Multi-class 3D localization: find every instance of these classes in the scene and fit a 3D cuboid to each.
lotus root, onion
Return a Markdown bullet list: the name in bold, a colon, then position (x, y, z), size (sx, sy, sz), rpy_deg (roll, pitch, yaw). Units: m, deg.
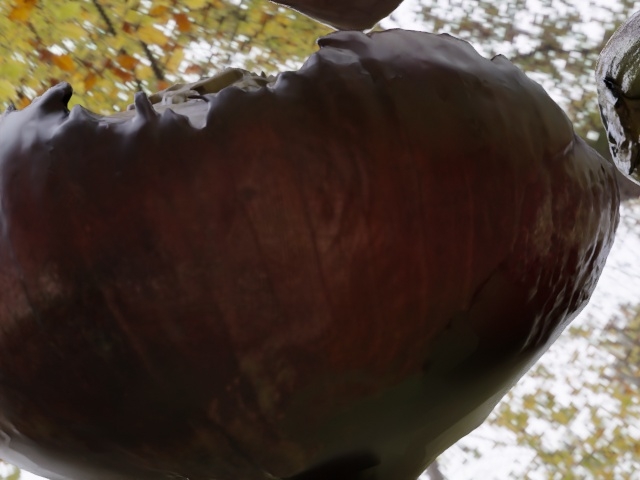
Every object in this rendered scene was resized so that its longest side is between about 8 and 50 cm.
- **lotus root**: position (0.335, -0.135, 1.394), size (0.078, 0.183, 0.203), rpy_deg (-20, -33, -3)
- **onion**: position (-0.018, 0.035, 0.497), size (0.272, 0.272, 0.195), rpy_deg (-4, -97, -20)

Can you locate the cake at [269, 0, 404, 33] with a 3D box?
- **cake**: position (0.029, -0.319, 0.902), size (0.230, 0.309, 0.237), rpy_deg (25, -115, -19)
